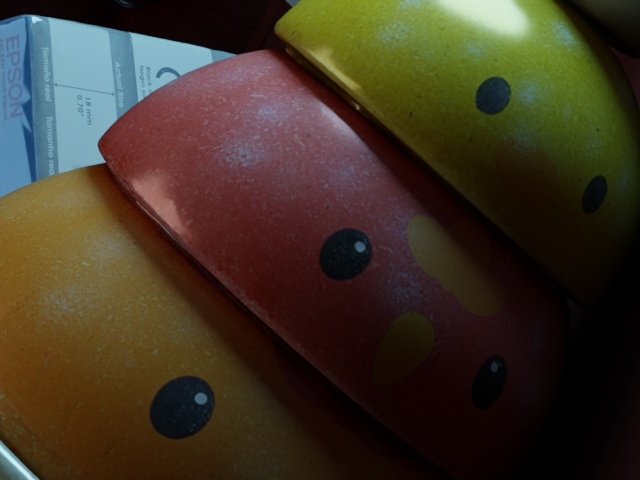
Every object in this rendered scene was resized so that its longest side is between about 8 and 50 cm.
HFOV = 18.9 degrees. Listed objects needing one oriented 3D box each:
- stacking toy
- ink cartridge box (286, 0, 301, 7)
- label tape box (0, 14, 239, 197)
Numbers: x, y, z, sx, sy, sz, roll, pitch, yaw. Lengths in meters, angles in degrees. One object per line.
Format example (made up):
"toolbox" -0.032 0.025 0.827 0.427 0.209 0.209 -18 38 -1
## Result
"stacking toy" 0.036 -0.025 0.946 0.480 0.351 0.350 -51 10 3
"ink cartridge box" 0.055 -0.325 1.418 0.306 0.226 0.131 -52 7 -24
"label tape box" -0.094 -0.004 1.276 0.106 0.334 0.240 -11 79 40
